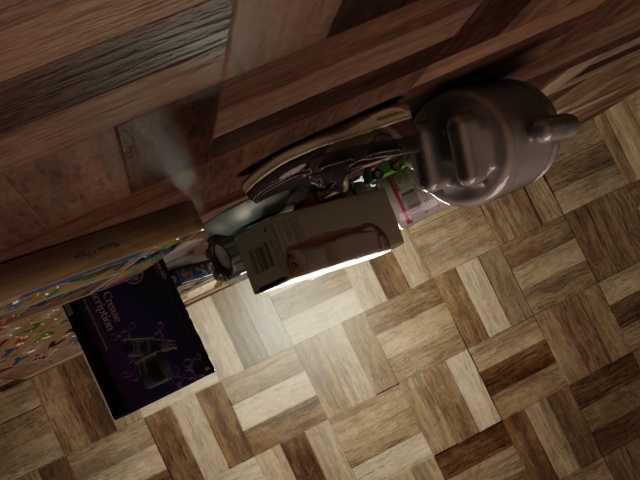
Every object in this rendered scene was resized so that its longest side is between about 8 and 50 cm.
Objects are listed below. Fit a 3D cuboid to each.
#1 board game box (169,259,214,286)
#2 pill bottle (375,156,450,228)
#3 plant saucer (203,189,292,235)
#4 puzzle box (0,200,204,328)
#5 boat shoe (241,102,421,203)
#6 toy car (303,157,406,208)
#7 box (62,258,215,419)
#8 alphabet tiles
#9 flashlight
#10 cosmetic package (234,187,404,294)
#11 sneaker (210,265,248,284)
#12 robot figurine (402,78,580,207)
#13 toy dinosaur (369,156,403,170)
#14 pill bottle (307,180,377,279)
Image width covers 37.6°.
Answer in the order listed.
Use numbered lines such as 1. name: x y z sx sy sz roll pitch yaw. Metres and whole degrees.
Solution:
1. board game box: -0.370 0.109 2.406 0.165 0.042 0.243 -27 176 20
2. pill bottle: 0.268 -0.153 2.072 0.283 0.160 0.160 -26 176 0
3. plant saucer: -0.134 -0.049 1.816 0.195 0.037 0.195 -25 176 -2
4. puzzle box: -0.405 0.061 1.423 0.409 0.052 0.272 -23 176 -41
5. boat shoe: 0.020 -0.117 1.435 0.285 0.092 0.103 -25 176 -3
6. toy car: 0.072 -0.129 1.949 0.225 0.053 0.239 -25 177 -11
7. box: -0.336 0.166 1.714 0.184 0.261 0.103 -24 176 -33
8. alphabet tiles: -0.540 0.177 1.891 0.342 0.011 0.285 -38 161 33
9. flashlight: -0.105 -0.019 2.054 0.304 0.103 0.103 -29 175 -34
10. cosmetic package: 0.000 0.000 1.877 0.296 0.129 0.153 -17 173 -35
11. sneaker: -0.206 0.066 2.322 0.129 0.111 0.297 -30 176 -5
12. robot figurine: 0.288 -0.173 1.625 0.300 0.199 0.353 -3 -169 38
13. toy dinosaur: 0.184 -0.193 1.903 0.211 0.064 0.112 -19 -161 -35
14. pill bottle: 0.065 -0.040 2.256 0.301 0.169 0.169 -25 176 2
